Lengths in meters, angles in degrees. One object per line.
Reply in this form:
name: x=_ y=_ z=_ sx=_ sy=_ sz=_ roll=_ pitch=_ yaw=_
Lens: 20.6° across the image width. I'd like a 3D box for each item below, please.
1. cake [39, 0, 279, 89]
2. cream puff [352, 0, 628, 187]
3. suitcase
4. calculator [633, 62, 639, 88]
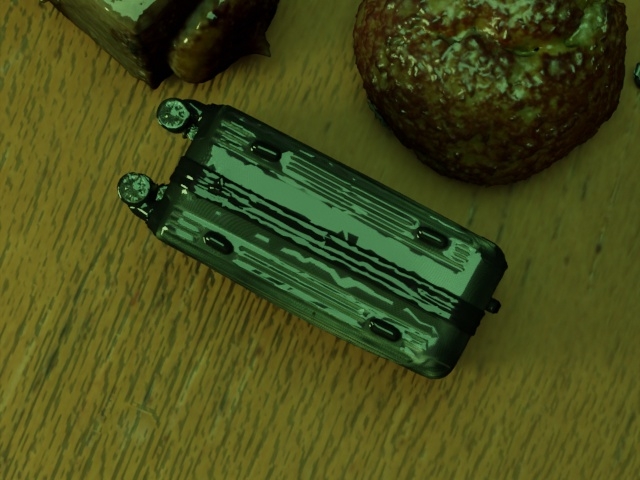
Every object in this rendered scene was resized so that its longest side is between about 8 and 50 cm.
cake: x=-0.154 y=-0.260 z=1.508 sx=0.293 sy=0.199 sz=0.196 roll=43 pitch=80 yaw=7
cream puff: x=0.151 y=-0.169 z=1.506 sx=0.240 sy=0.164 sz=0.240 roll=1 pitch=73 yaw=-2
suitcase: x=0.000 y=0.000 z=1.450 sx=0.312 sy=0.202 sz=0.128 roll=27 pitch=90 yaw=5
calculator: x=0.423 y=-0.124 z=1.560 sx=0.261 sy=0.021 sz=0.161 roll=40 pitch=81 yaw=7
